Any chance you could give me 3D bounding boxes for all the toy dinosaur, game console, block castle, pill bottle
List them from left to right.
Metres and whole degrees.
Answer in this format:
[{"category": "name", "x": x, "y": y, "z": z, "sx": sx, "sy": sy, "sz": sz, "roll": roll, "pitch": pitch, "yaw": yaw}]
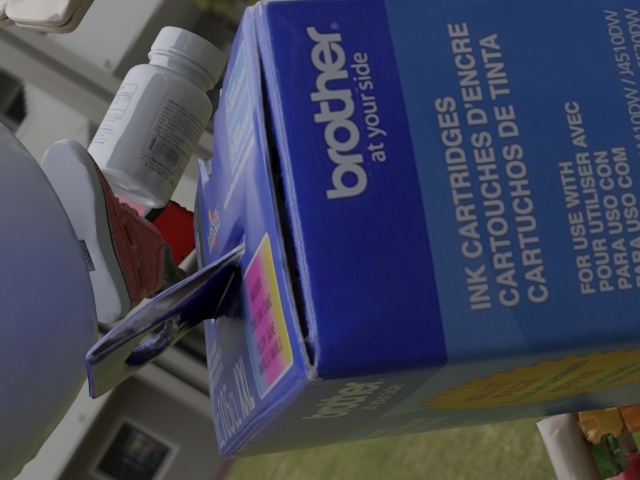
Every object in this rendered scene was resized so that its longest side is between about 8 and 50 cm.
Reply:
[{"category": "pill bottle", "x": -0.223, "y": -0.171, "z": 1.696, "sx": 0.131, "sy": 0.131, "sz": 0.229, "roll": 125, "pitch": 170, "yaw": -77}, {"category": "game console", "x": -0.238, "y": -0.038, "z": 1.816, "sx": 0.144, "sy": 0.085, "sz": 0.124, "roll": -43, "pitch": 54, "yaw": 41}, {"category": "toy dinosaur", "x": -0.203, "y": 0.067, "z": 1.677, "sx": 0.268, "sy": 0.118, "sz": 0.064, "roll": 48, "pitch": -129, "yaw": -55}, {"category": "block castle", "x": 0.496, "y": 0.287, "z": 1.682, "sx": 0.303, "sy": 0.213, "sz": 0.453, "roll": -23, "pitch": -11, "yaw": 18}]

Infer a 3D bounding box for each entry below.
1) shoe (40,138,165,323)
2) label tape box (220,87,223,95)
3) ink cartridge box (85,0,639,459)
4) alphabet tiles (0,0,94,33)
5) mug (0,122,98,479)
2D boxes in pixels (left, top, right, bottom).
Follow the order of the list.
[{"category": "shoe", "x": -0.201, "y": -0.017, "z": 1.151, "sx": 0.081, "sy": 0.063, "sz": 0.178, "roll": -39, "pitch": -61, "yaw": -55}, {"category": "label tape box", "x": 0.070, "y": -0.047, "z": 1.291, "sx": 0.115, "sy": 0.347, "sz": 0.249, "roll": 65, "pitch": -157, "yaw": -63}, {"category": "ink cartridge box", "x": 0.089, "y": 0.001, "z": 0.567, "sx": 0.270, "sy": 0.395, "sz": 0.151, "roll": 121, "pitch": 143, "yaw": -71}, {"category": "alphabet tiles", "x": -0.150, "y": -0.266, "z": 0.873, "sx": 0.278, "sy": 0.021, "sz": 0.284, "roll": 12, "pitch": 67, "yaw": 42}, {"category": "mug", "x": -0.307, "y": 0.090, "z": 0.646, "sx": 0.328, "sy": 0.276, "sz": 0.374, "roll": -26, "pitch": -23, "yaw": -34}]
